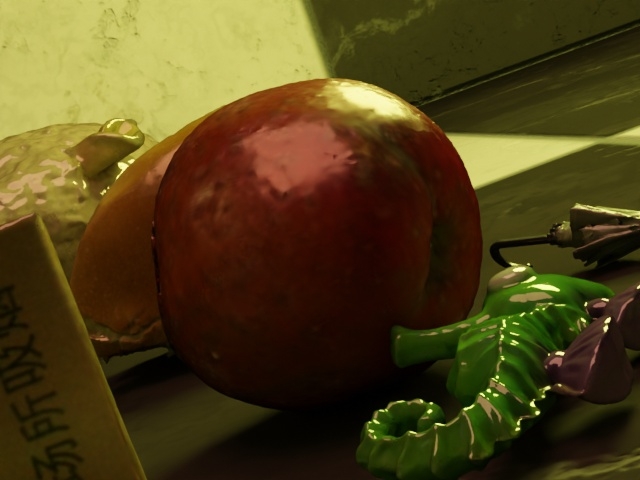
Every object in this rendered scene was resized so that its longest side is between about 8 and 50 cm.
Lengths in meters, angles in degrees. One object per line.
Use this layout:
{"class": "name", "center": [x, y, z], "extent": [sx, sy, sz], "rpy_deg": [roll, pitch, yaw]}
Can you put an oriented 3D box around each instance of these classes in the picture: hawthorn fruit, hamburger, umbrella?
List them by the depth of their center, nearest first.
{"class": "hawthorn fruit", "center": [0.000, 0.000, 0.699], "extent": [0.173, 0.172, 0.173], "rpy_deg": [-19, 8, 3]}
{"class": "umbrella", "center": [0.189, -0.010, 0.765], "extent": [0.269, 0.044, 0.044], "rpy_deg": [-12, 41, 47]}
{"class": "hamburger", "center": [-0.048, -0.016, 0.973], "extent": [0.283, 0.156, 0.144], "rpy_deg": [-19, 8, -11]}

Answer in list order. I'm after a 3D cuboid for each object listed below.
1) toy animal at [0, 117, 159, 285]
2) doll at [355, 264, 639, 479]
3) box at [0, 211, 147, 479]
{"class": "toy animal", "center": [-0.219, -0.011, 1.254], "extent": [0.227, 0.188, 0.358], "rpy_deg": [-6, 11, 18]}
{"class": "doll", "center": [0.075, 0.051, 0.586], "extent": [0.115, 0.050, 0.190], "rpy_deg": [-12, 12, 24]}
{"class": "box", "center": [-0.152, 0.109, 0.343], "extent": [0.240, 0.159, 0.071], "rpy_deg": [-23, 1, -16]}
